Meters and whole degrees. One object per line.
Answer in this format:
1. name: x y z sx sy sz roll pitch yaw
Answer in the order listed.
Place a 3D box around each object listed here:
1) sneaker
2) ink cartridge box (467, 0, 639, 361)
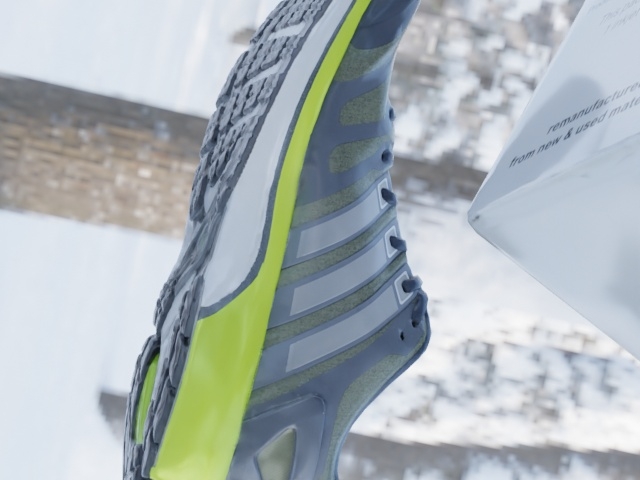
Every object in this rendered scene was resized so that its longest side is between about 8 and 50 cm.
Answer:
1. sneaker: 0.000 0.000 0.784 0.111 0.121 0.300 -157 -94 -72
2. ink cartridge box: 0.285 -0.094 0.691 0.395 0.285 0.166 -59 -165 -24
